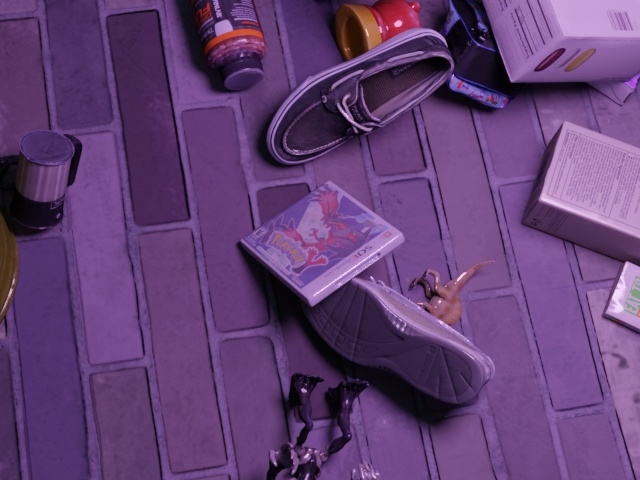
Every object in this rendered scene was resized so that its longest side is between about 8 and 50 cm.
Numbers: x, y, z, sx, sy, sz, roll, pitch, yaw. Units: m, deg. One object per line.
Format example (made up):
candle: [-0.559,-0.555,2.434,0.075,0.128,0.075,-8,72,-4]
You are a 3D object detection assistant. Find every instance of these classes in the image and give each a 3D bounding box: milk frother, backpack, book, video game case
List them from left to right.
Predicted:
milk frother: [-0.452,-0.115,1.831,0.143,0.134,0.129,19,38,-2]
video game case: [0.000,0.000,1.841,0.183,0.023,0.201,-35,42,-17]
backpack: [0.264,-0.325,1.986,0.158,0.117,0.173,16,35,-30]
book: [0.539,0.108,1.914,0.144,0.035,0.096,24,73,2]

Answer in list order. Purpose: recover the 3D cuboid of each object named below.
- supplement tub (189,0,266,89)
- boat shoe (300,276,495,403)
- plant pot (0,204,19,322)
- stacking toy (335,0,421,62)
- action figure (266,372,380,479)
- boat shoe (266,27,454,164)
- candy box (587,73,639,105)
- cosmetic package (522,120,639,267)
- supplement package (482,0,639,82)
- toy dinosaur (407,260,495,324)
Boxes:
supplement tub: [-0.151,-0.352,1.967,0.106,0.106,0.197,-13,71,-11]
boat shoe: [0.115,0.140,1.811,0.320,0.103,0.118,26,106,19]
plant pot: [-0.635,-0.017,1.660,0.367,0.353,0.366,2,70,-5]
stacking toy: [0.086,-0.466,1.951,0.130,0.309,0.279,-19,62,-21]
action figure: [-0.008,0.330,1.715,0.164,0.141,0.275,13,67,-14]
boat shoe: [0.059,-0.227,1.882,0.335,0.119,0.121,-35,115,6]
candy box: [0.513,-0.362,2.059,0.165,0.070,0.196,34,71,7]
cosmetic package: [0.505,-0.058,1.926,0.309,0.113,0.160,22,69,2]
supplement package: [0.413,-0.374,1.895,0.262,0.145,0.204,-6,70,-30]
toy dinosaur: [0.192,0.087,1.881,0.093,0.053,0.183,36,77,-8]
